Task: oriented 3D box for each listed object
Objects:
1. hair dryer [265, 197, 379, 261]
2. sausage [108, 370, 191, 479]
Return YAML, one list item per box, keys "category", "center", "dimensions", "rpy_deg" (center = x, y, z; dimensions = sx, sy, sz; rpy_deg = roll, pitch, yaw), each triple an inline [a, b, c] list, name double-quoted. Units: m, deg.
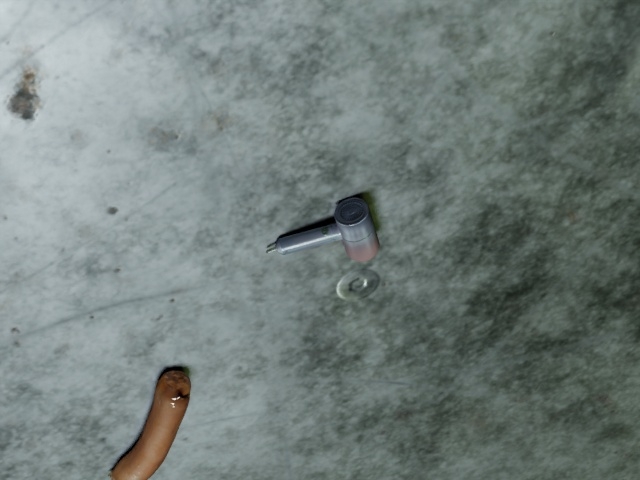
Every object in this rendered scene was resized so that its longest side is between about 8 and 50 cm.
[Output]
- category: "hair dryer"
  center: [0.000, 0.000, 1.798]
  dimensions: [0.114, 0.037, 0.063]
  rpy_deg: [-15, 138, 2]
- category: "sausage"
  center: [-0.181, 0.209, 1.922]
  dimensions: [0.047, 0.040, 0.177]
  rpy_deg: [5, 132, -28]
